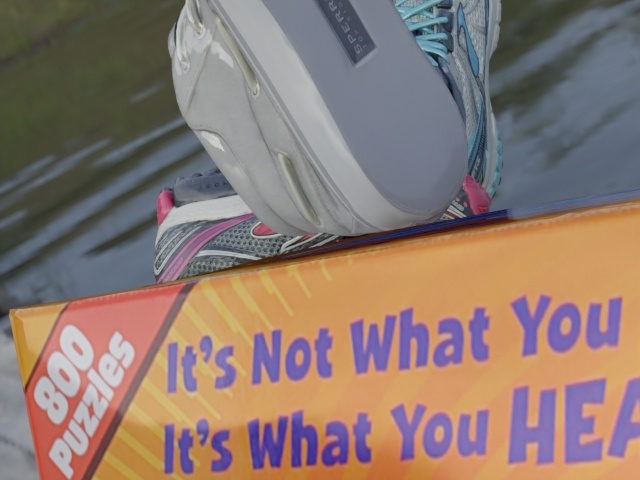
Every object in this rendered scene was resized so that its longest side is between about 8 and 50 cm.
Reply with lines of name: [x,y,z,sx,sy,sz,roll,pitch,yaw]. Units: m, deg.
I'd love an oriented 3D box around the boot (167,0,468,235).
boot: [-0.040,-0.112,0.724,0.095,0.258,0.123,-36,15,-36]

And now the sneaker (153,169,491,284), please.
sneaker: [0.000,0.000,1.324,0.299,0.121,0.112,-12,60,28]

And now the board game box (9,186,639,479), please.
board game box: [0.175,0.150,0.529,0.356,0.356,0.356,-11,0,39]

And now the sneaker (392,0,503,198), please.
sneaker: [0.098,-0.162,1.395,0.110,0.283,0.122,-11,-3,20]
